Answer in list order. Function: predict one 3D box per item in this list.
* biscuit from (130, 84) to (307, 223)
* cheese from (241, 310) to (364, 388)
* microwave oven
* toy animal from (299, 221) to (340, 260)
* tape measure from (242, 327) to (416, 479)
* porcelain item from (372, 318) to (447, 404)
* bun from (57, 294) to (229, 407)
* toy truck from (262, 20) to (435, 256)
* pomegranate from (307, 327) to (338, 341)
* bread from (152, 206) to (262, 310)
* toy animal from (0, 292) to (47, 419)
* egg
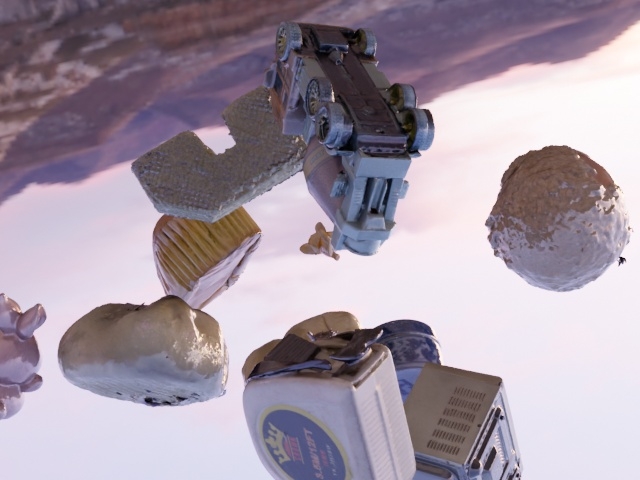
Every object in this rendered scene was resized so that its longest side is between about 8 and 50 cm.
[{"bbox_3d":[-0.147,-0.119,1.567,0.250,0.147,0.046,-31,166,-4],"label":"biscuit"},{"bbox_3d":[-0.027,0.239,2.051,0.263,0.093,0.159,-30,-144,-2],"label":"cheese"},{"bbox_3d":[0.211,0.338,1.607,0.145,0.241,0.194,8,-132,28],"label":"microwave oven"},{"bbox_3d":[0.000,0.000,1.747,0.083,0.060,0.081,21,172,45],"label":"toy animal"},{"bbox_3d":[0.001,0.219,1.402,0.231,0.271,0.133,10,-143,36],"label":"tape measure"},{"bbox_3d":[0.142,0.213,1.805,0.147,0.147,0.114,-13,-132,3],"label":"porcelain item"},{"bbox_3d":[-0.271,0.174,1.660,0.272,0.168,0.273,1,160,0],"label":"bun"},{"bbox_3d":[0.019,-0.110,1.055,0.108,0.140,0.257,0,-141,-23],"label":"toy truck"},{"bbox_3d":[0.009,0.209,1.616,0.130,0.130,0.130,-13,-169,3],"label":"pomegranate"},{"bbox_3d":[-0.232,0.017,1.992,0.204,0.156,0.288,-36,169,-20],"label":"bread"},{"bbox_3d":[-0.472,0.172,1.616,0.124,0.213,0.124,27,-167,-7],"label":"toy animal"},{"bbox_3d":[0.446,-0.036,1.983,0.279,0.310,0.279,2,-129,-3],"label":"egg"}]
